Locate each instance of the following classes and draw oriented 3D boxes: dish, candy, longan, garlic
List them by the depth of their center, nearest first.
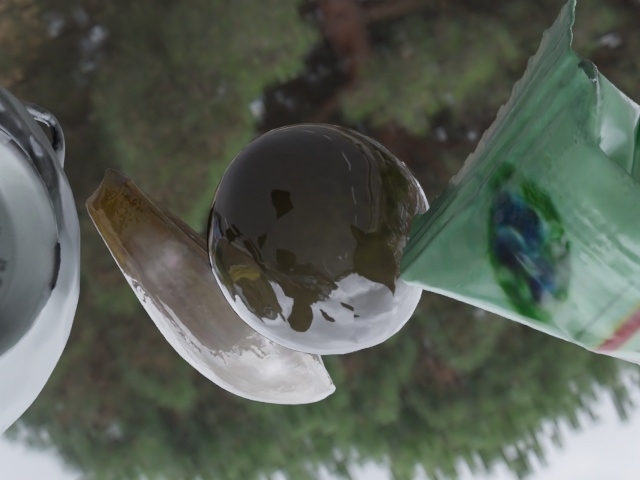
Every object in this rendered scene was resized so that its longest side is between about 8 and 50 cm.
[{"bbox_3d":[-0.232,0.002,1.001,0.120,0.303,0.303,-7,-153,49],"label":"dish"},{"bbox_3d":[0.274,0.027,1.329,0.263,0.398,0.172,-48,-158,47],"label":"candy"},{"bbox_3d":[0.000,0.000,1.512,0.198,0.198,0.212,-18,-145,22],"label":"longan"},{"bbox_3d":[-0.108,0.056,1.777,0.112,0.318,0.143,-38,-169,0],"label":"garlic"}]
